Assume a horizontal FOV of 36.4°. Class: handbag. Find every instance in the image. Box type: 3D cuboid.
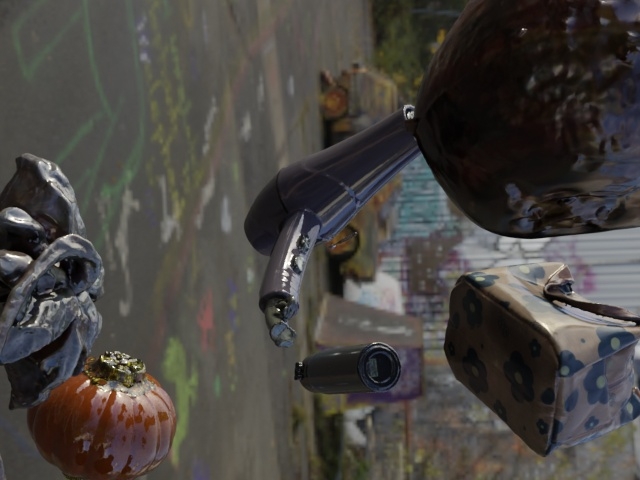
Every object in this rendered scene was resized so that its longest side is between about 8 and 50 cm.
[{"bbox_3d":[0.307,0.140,1.298,0.251,0.193,0.190,43,-43,53],"label":"handbag"}]

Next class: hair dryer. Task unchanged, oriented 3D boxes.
[{"bbox_3d":[0.000,0.000,1.218,0.121,0.301,0.361,42,36,-21],"label":"hair dryer"}]

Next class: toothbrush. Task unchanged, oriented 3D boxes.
[{"bbox_3d":[0.038,0.001,1.641,0.097,0.008,0.006,-29,-113,60],"label":"toothbrush"}]

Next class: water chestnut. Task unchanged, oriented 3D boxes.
[{"bbox_3d":[0.256,-0.165,0.978,0.350,0.350,0.302,74,12,-63],"label":"water chestnut"}]

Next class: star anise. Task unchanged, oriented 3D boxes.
[{"bbox_3d":[-0.311,0.077,1.120,0.316,0.139,0.360,5,83,-81],"label":"star anise"}]

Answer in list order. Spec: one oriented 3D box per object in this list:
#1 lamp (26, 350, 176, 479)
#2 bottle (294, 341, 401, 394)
[{"bbox_3d":[-0.324,0.266,1.455,0.223,0.223,0.197,-56,168,-79],"label":"lamp"},{"bbox_3d":[0.039,0.200,1.497,0.244,0.082,0.072,160,-65,-63],"label":"bottle"}]
